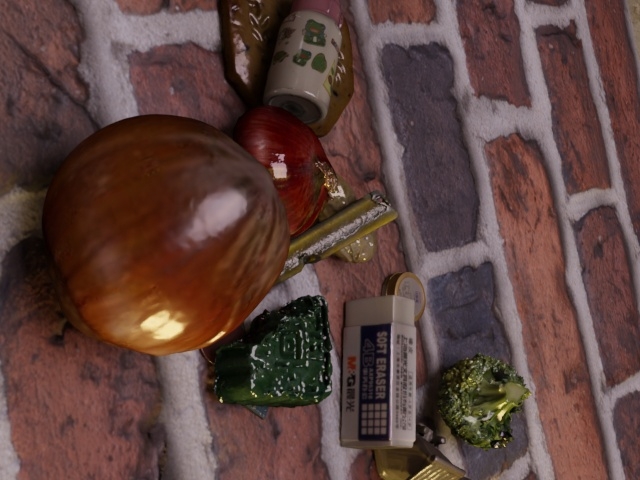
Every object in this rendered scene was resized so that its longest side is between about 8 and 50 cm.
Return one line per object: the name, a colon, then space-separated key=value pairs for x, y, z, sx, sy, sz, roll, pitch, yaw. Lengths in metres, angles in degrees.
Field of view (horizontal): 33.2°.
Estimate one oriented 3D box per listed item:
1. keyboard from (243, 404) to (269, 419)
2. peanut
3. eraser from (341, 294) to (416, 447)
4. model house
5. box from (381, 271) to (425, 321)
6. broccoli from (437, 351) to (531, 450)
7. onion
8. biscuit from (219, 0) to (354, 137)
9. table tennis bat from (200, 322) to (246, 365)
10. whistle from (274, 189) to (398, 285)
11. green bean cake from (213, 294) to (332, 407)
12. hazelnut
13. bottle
keyboard: x=-0.088 y=0.222 z=1.877 sx=0.055 sy=0.014 sz=0.176 roll=44 pitch=53 yaw=-37
peanut: x=0.031 y=-0.048 z=2.009 sx=0.098 sy=0.090 sz=0.214 roll=-28 pitch=105 yaw=-2
eraser: x=0.108 y=0.247 z=2.005 sx=0.081 sy=0.124 sz=0.279 roll=16 pitch=70 yaw=-46
model house: x=0.205 y=0.429 z=2.049 sx=0.229 sy=0.188 sz=0.122 roll=43 pitch=68 yaw=-33
box: x=0.169 y=0.115 z=2.165 sx=0.105 sy=0.037 sz=0.106 roll=14 pitch=71 yaw=-46
broccoli: x=0.341 y=0.332 z=2.207 sx=0.226 sy=0.176 sz=0.198 roll=1 pitch=76 yaw=-12
onion: x=-0.066 y=-0.120 z=1.842 sx=0.248 sy=0.161 sz=0.248 roll=63 pitch=6 yaw=-13
biscuit: x=-0.054 y=-0.362 z=2.014 sx=0.359 sy=0.046 sz=0.359 roll=13 pitch=72 yaw=-45
table tennis bat: x=-0.154 y=0.143 z=1.820 sx=0.095 sy=0.014 sz=0.158 roll=55 pitch=49 yaw=-23
whistle: x=0.000 y=0.000 z=1.907 sx=0.326 sy=0.057 sz=0.068 roll=-30 pitch=78 yaw=-27
green bean cake: x=-0.078 y=0.181 z=1.806 sx=0.208 sy=0.107 sz=0.194 roll=11 pitch=75 yaw=-43
hazelnut: x=-0.222 y=-0.002 z=1.543 sx=0.372 sy=0.372 sz=0.315 roll=41 pitch=25 yaw=-35
bottle: x=-0.022 y=-0.340 z=1.920 sx=0.120 sy=0.120 sz=0.253 roll=33 pitch=59 yaw=-39
